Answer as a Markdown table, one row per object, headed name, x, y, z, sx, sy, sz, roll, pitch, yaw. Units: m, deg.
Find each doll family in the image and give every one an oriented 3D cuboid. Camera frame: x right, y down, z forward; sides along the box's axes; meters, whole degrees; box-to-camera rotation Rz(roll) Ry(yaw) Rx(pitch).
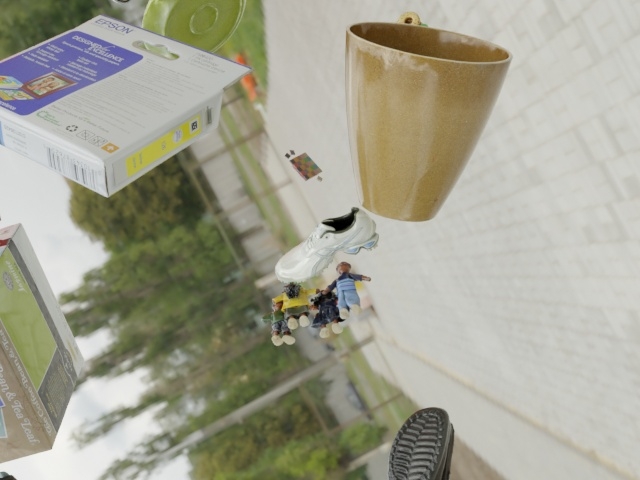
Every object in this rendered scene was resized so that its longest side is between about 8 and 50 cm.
| name | x | y | z | sx | sy | sz | roll | pitch | yaw |
| --- | --- | --- | --- | --- | --- | --- | --- | --- | --- |
| doll family | -0.008 | 0.100 | 1.816 | 0.111 | 0.193 | 0.076 | -96 | -3 | -52 |

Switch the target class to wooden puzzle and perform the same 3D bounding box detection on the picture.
| name | x | y | z | sx | sy | sz | roll | pitch | yaw |
| --- | --- | --- | --- | --- | --- | --- | --- | --- | --- |
| wooden puzzle | -0.028 | -0.137 | 2.021 | 0.083 | 0.049 | 0.006 | 49 | 133 | 10 |

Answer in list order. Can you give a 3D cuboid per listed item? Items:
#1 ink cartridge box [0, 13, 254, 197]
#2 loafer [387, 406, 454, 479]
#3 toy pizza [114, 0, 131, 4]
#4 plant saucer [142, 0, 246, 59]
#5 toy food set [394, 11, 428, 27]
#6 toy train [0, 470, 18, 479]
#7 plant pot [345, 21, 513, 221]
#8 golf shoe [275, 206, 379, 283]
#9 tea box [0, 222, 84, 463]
| name | x | y | z | sx | sy | sz | roll | pitch | yaw |
| --- | --- | --- | --- | --- | --- | --- | --- | --- | --- |
| ink cartridge box | -0.302 | -0.201 | 1.527 | 0.303 | 0.307 | 0.072 | 24 | 129 | 27 |
| loafer | 0.135 | 0.332 | 1.458 | 0.080 | 0.220 | 0.078 | 2 | 159 | 39 |
| toy pizza | -0.425 | -0.576 | 2.211 | 0.201 | 0.032 | 0.201 | 55 | -156 | -41 |
| plant saucer | -0.230 | -0.432 | 2.090 | 0.037 | 0.241 | 0.241 | 44 | 169 | 27 |
| toy food set | 0.147 | -0.357 | 1.903 | 0.083 | 0.083 | 0.020 | 58 | 179 | 36 |
| toy train | -0.514 | 0.521 | 1.750 | 0.190 | 0.142 | 0.334 | 22 | 119 | 47 |
| plant pot | 0.132 | -0.165 | 1.579 | 0.237 | 0.237 | 0.254 | -122 | 39 | -62 |
| golf shoe | 0.000 | 0.000 | 1.697 | 0.086 | 0.176 | 0.069 | 58 | -175 | -48 |
| tea box | -0.624 | 0.198 | 2.036 | 0.323 | 0.220 | 0.329 | -93 | -15 | -67 |
